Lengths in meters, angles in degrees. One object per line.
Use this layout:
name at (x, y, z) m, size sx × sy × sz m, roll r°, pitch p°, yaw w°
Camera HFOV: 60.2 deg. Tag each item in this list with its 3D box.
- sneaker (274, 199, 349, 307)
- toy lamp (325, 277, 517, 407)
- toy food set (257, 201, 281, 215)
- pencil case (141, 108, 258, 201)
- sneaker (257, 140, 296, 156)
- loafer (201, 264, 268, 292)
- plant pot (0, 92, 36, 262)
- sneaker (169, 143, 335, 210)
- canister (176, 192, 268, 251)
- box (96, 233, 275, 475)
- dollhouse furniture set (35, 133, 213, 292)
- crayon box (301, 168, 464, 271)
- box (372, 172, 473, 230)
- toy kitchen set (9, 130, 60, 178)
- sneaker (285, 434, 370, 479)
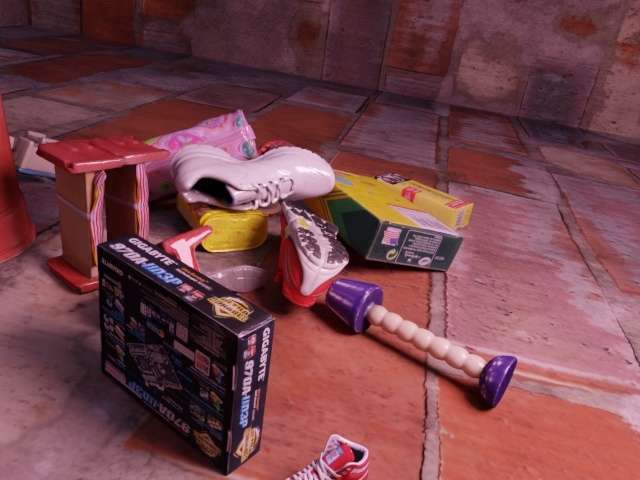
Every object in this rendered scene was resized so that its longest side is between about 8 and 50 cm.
sneaker at (-0.037, 0.018, 0.895) m, size 0.107 × 0.118 × 0.279 m, roll 27°, pitch 15°, yaw -12°
toy lamp at (0.128, 0.128, 0.764) m, size 0.275 × 0.080 × 0.080 m, roll 25°, pitch 29°, yaw 28°
toy food set at (-0.124, -0.071, 1.166) m, size 0.083 × 0.020 × 0.083 m, roll 2°, pitch 26°, yaw -15°
pencil case at (-0.268, -0.164, 1.099) m, size 0.284 × 0.124 × 0.124 m, roll -20°, pitch 32°, yaw -9°
sneaker at (-0.107, -0.163, 1.258) m, size 0.135 × 0.097 × 0.276 m, roll 7°, pitch 24°, yaw 26°
loafer at (-0.145, 0.058, 0.860) m, size 0.125 × 0.045 × 0.039 m, roll -8°, pitch 23°, yaw -27°
plant pot at (-0.588, -0.124, 0.829) m, size 0.273 × 0.265 × 0.272 m, roll 8°, pitch 24°, yaw -4°
sneaker at (-0.115, -0.097, 0.981) m, size 0.297 × 0.111 × 0.129 m, roll -2°, pitch 35°, yaw -12°
canister at (-0.190, -0.048, 1.035) m, size 0.126 × 0.073 × 0.170 m, roll -5°, pitch 27°, yaw -30°
box at (-0.151, 0.113, 0.582) m, size 0.220 × 0.175 × 0.051 m, roll 25°, pitch 30°, yaw 31°
dollhouse furniture set at (-0.229, 0.002, 0.761) m, size 0.374 × 0.201 × 0.152 m, roll 26°, pitch 30°, yaw 34°
crayon box at (0.101, -0.055, 1.090) m, size 0.202 × 0.081 × 0.318 m, roll 10°, pitch 21°, yaw -33°
box at (0.231, -0.093, 1.290) m, size 0.232 × 0.058 × 0.087 m, roll 29°, pitch 31°, yaw 35°
toy kitchen set at (-0.625, -0.160, 1.114) m, size 0.166 × 0.122 × 0.207 m, roll 24°, pitch 8°, yaw 29°
sneaker at (-0.006, 0.225, 0.521) m, size 0.119 × 0.067 × 0.042 m, roll -5°, pitch 28°, yaw -28°
